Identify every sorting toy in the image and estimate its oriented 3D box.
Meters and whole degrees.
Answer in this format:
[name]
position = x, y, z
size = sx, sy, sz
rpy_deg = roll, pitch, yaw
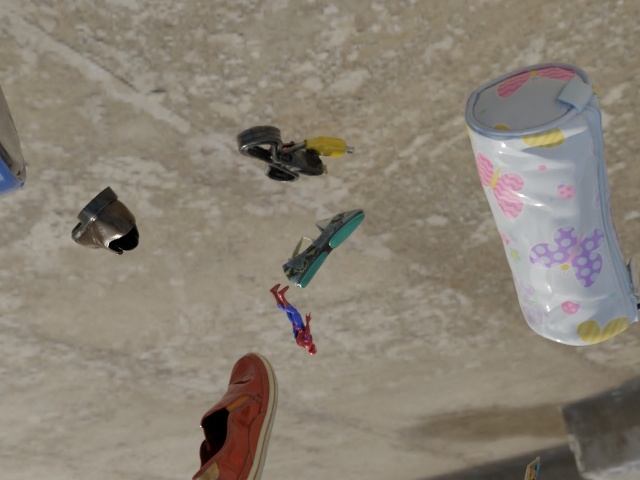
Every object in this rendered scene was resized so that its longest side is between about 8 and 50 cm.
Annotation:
[sorting toy]
position = 0.316, 0.372, 1.379
size = 0.012, 0.083, 0.062
rpy_deg = 12, -171, 27

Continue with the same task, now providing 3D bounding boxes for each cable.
[cable]
position = -0.066, -0.147, 1.446
size = 0.139, 0.072, 0.287
rpy_deg = -11, 168, 28

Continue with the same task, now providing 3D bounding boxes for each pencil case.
[pencil case]
position = 0.220, -0.027, 0.850
size = 0.113, 0.124, 0.273
rpy_deg = -39, 125, -20

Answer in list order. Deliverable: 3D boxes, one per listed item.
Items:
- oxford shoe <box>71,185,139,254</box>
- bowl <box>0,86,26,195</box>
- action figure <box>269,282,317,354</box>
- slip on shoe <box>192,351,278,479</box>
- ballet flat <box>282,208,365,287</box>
[oxford shoe]
position = -0.346, -0.010, 1.488
size = 0.096, 0.083, 0.227
rpy_deg = 45, 162, -6
[bowl]
position = -0.334, -0.197, 0.706
size = 0.077, 0.391, 0.391
rpy_deg = -23, 156, -9
[action figure]
position = -0.032, 0.113, 1.279
size = 0.030, 0.115, 0.038
rpy_deg = -36, -156, -31
[slip on shoe]
position = -0.144, 0.297, 1.527
size = 0.101, 0.331, 0.123
rpy_deg = 32, 120, -16
[ballet flat]
position = 0.000, 0.000, 1.680
size = 0.188, 0.070, 0.070
rpy_deg = -48, 152, -8
